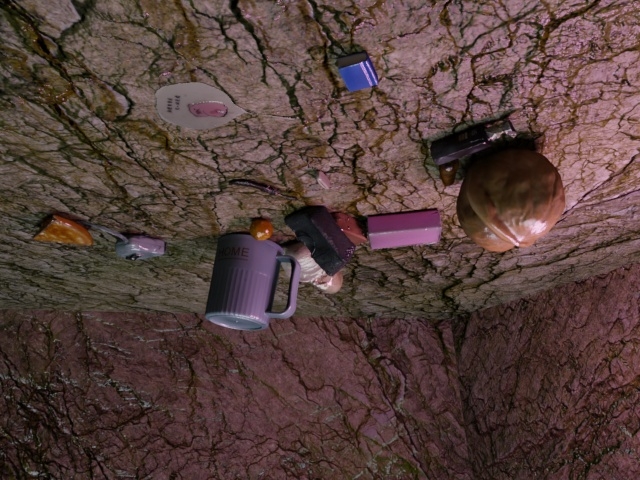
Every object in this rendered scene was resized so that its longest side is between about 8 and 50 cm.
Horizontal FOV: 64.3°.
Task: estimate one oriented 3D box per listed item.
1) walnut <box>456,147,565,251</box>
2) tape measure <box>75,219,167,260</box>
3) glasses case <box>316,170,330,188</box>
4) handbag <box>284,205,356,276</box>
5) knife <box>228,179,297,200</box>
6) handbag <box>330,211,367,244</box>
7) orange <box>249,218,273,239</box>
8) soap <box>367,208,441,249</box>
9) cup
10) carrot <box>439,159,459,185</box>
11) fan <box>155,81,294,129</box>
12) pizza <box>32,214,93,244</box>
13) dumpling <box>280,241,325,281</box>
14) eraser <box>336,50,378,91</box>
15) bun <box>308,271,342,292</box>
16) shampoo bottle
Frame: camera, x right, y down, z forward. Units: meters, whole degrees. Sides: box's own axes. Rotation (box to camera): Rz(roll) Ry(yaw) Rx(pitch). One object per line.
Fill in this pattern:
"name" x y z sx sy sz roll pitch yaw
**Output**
"walnut" 0.511 -0.108 1.395 0.285 0.285 0.296 12 150 -37
"tape measure" -0.734 0.010 1.833 0.164 0.084 0.330 -23 154 37
"glasses case" 0.008 -0.175 1.473 0.021 0.032 0.083 -7 161 21
"handbag" 0.000 0.000 1.739 0.175 0.270 0.089 -29 -169 49
"knife" -0.163 -0.154 1.526 0.222 0.021 0.045 12 156 -27
"handbag" 0.069 -0.034 1.843 0.151 0.072 0.193 -18 158 36
"orange" -0.209 -0.039 1.786 0.083 0.070 0.083 -14 161 -5
"soap" 0.301 -0.037 1.846 0.260 0.081 0.181 -5 160 10
"cup" -0.260 0.174 1.951 0.331 0.311 0.257 12 158 -10
"carrot" 0.362 -0.196 1.440 0.055 0.055 0.161 -7 168 12
"fan" -0.209 -0.288 1.143 0.310 0.010 0.182 3 160 -15
"pizza" -0.887 -0.037 1.716 0.193 0.053 0.201 -4 156 4
"dumpling" -0.057 0.084 2.032 0.216 0.166 0.126 -5 -166 -5
"eraser" 0.075 -0.336 1.017 0.063 0.027 0.085 -8 161 19
"bun" 0.007 0.134 2.177 0.220 0.134 0.220 30 -176 -2
"shampoo bottle" 0.380 -0.247 1.277 0.208 0.057 0.064 -17 156 37
